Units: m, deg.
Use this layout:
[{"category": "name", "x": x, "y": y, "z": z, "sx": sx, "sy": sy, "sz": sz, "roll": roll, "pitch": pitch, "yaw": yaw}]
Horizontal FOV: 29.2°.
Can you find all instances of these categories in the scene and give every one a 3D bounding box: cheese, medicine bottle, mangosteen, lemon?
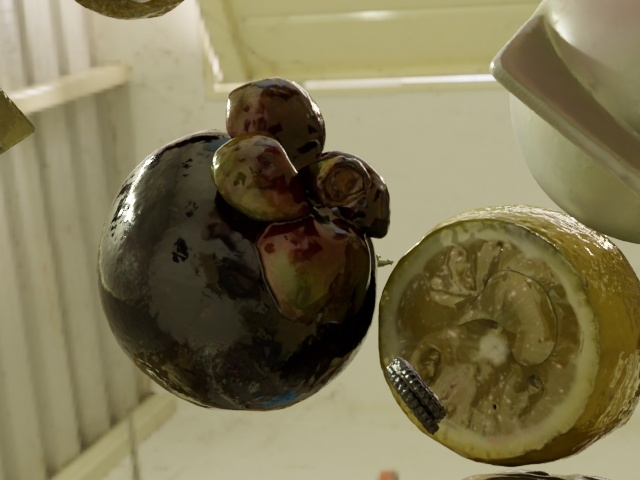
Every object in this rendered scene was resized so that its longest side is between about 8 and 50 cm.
[{"category": "cheese", "x": -0.641, "y": -0.319, "z": 2.076, "sx": 0.085, "sy": 0.034, "sz": 0.400, "roll": -42, "pitch": -85, "yaw": -27}, {"category": "medicine bottle", "x": 0.276, "y": -0.130, "z": 0.955, "sx": 0.406, "sy": 0.236, "sz": 0.235, "roll": -46, "pitch": -45, "yaw": -54}, {"category": "mangosteen", "x": -0.092, "y": 0.006, "z": 1.552, "sx": 0.382, "sy": 0.382, "sz": 0.435, "roll": -70, "pitch": 1, "yaw": -47}, {"category": "lemon", "x": 0.272, "y": 0.120, "z": 1.612, "sx": 0.364, "sy": 0.364, "sz": 0.364, "roll": 0, "pitch": -90, "yaw": -73}]

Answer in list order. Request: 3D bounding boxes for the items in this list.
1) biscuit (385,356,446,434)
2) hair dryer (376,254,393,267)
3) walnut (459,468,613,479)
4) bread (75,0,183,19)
[{"category": "biscuit", "x": 0.089, "y": 0.142, "z": 1.094, "sx": 0.087, "sy": 0.027, "sz": 0.089, "roll": 52, "pitch": 179, "yaw": -44}, {"category": "hair dryer", "x": 0.000, "y": 0.000, "z": 1.934, "sx": 0.075, "sy": 0.237, "sz": 0.206, "roll": 112, "pitch": 164, "yaw": -47}, {"category": "walnut", "x": 0.267, "y": 0.446, "z": 1.532, "sx": 0.354, "sy": 0.398, "sz": 0.307, "roll": 11, "pitch": -98, "yaw": -66}, {"category": "bread", "x": -0.263, "y": -0.433, "z": 1.828, "sx": 0.134, "sy": 0.244, "sz": 0.244, "roll": 28, "pitch": -116, "yaw": -64}]
